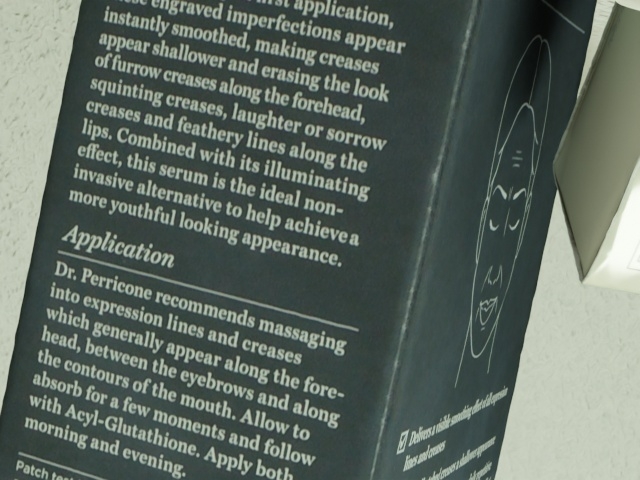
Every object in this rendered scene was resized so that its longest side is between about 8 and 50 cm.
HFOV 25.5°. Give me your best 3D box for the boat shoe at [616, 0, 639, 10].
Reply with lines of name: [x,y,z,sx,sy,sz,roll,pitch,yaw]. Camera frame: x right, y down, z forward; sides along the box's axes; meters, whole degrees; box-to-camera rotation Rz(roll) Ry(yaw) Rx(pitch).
boat shoe: [0.106,-0.132,0.576,0.184,0.066,0.063,11,-162,27]

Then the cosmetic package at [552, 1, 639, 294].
cosmetic package: [0.289,-0.041,0.687,0.309,0.160,0.113,12,-145,-8]

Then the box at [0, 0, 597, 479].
box: [0.000,0.000,0.809,0.212,0.395,0.293,14,-175,19]
